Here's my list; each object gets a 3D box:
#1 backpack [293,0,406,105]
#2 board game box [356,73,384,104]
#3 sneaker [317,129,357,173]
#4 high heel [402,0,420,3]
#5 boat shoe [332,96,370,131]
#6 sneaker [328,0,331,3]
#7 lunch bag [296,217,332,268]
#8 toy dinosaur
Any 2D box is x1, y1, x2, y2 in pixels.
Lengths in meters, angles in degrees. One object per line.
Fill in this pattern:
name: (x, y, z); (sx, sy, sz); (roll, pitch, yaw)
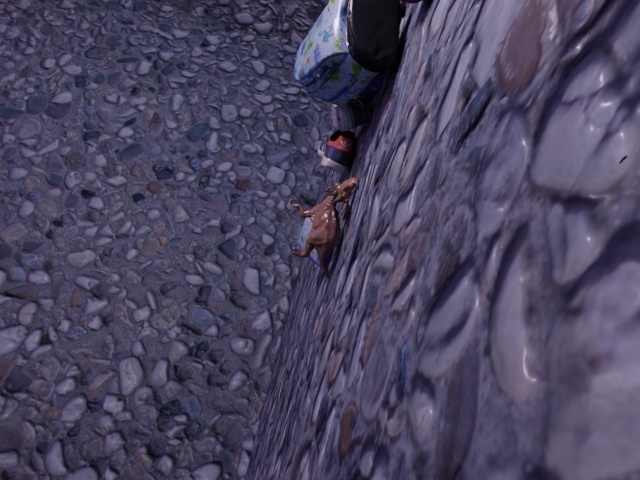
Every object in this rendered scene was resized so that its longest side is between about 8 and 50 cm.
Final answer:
backpack: (0.071, -0.561, 1.467); (0.355, 0.273, 0.290); (134, 141, -73)
board game box: (0.178, -0.622, 1.746); (0.347, 0.078, 0.233); (-128, 54, -84)
sneaker: (0.074, -0.360, 1.880); (0.350, 0.131, 0.148); (-103, 36, -69)
high heel: (0.271, -0.721, 1.092); (0.181, 0.127, 0.377); (53, 128, 48)
boat shoe: (0.107, -0.449, 1.735); (0.335, 0.119, 0.121); (-103, 7, -62)
sneaker: (0.062, -0.888, 1.924); (0.270, 0.090, 0.145); (-88, 16, -59)
lunch bag: (0.000, 0.000, 1.621); (0.151, 0.096, 0.129); (53, 134, 47)
toy dinosaur: (0.022, -0.043, 1.435); (0.200, 0.127, 0.296); (-11, 75, 45)
